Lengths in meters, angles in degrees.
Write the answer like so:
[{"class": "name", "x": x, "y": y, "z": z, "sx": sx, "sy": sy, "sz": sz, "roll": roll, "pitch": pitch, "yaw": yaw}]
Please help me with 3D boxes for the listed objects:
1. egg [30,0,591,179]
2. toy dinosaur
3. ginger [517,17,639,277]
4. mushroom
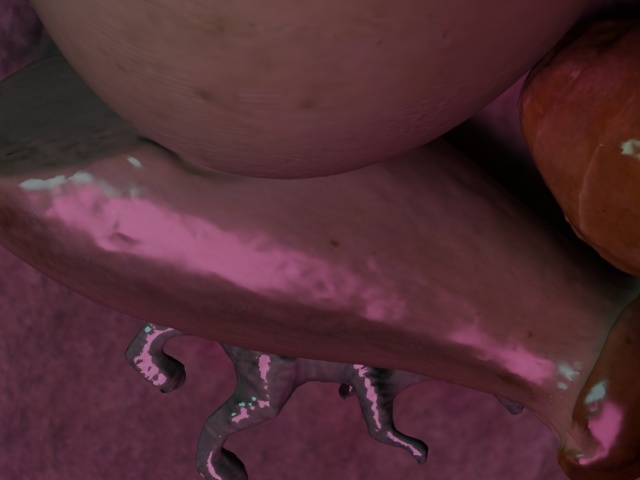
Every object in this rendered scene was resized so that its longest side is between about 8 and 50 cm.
[{"class": "egg", "x": -0.005, "y": -0.131, "z": 0.651, "sx": 0.218, "sy": 0.218, "sz": 0.295, "roll": 25, "pitch": 144, "yaw": 2}, {"class": "toy dinosaur", "x": -0.073, "y": 0.044, "z": 0.945, "sx": 0.383, "sy": 0.076, "sz": 0.129, "roll": 16, "pitch": 104, "yaw": 3}, {"class": "ginger", "x": 0.265, "y": -0.054, "z": 0.667, "sx": 0.348, "sy": 0.122, "sz": 0.363, "roll": 31, "pitch": 130, "yaw": 4}, {"class": "mushroom", "x": 0.000, "y": 0.000, "z": 0.843, "sx": 0.350, "sy": 0.128, "sz": 0.128, "roll": 23, "pitch": 137, "yaw": 4}]
